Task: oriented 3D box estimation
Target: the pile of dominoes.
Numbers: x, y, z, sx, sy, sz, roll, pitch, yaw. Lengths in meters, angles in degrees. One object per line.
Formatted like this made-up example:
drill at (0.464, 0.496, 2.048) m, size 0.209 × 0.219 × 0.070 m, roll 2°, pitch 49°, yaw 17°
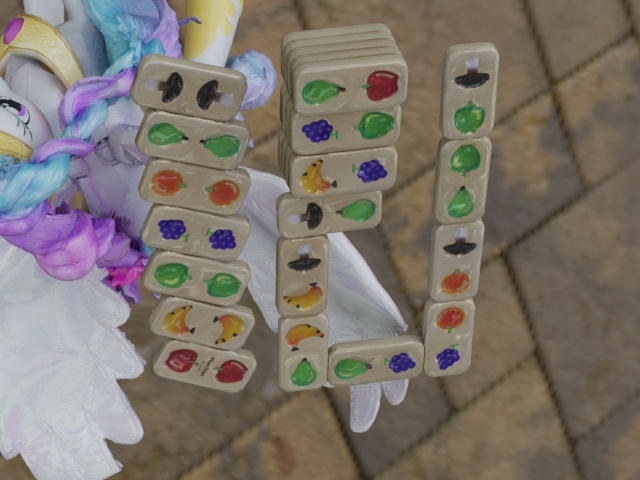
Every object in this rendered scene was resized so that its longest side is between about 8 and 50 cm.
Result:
pile of dominoes at (0.000, 0.000, 1.057) m, size 0.196 × 0.040 × 0.251 m, roll -7°, pitch 129°, yaw -10°

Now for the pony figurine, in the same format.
pony figurine at (-0.127, -0.040, 1.239) m, size 0.351 × 0.303 × 0.363 m, roll 56°, pitch 26°, yaw -28°
